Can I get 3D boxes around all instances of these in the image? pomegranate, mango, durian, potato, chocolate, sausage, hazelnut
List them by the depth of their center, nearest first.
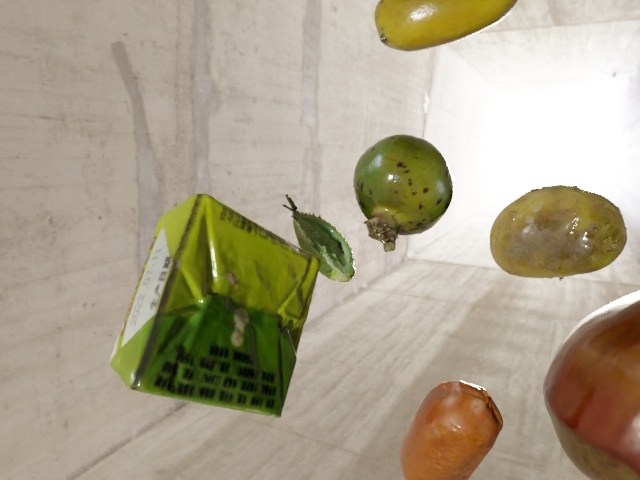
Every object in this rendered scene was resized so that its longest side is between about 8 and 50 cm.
[{"bbox_3d":[0.140,-0.262,0.560,0.103,0.160,0.076,-93,-10,-46],"label":"mango"},{"bbox_3d":[0.091,-0.060,0.594,0.130,0.130,0.130,-22,-65,-60],"label":"pomegranate"},{"bbox_3d":[0.363,0.003,0.788,0.081,0.200,0.164,-35,-71,-51],"label":"potato"},{"bbox_3d":[0.540,0.249,0.802,0.365,0.365,0.366,-22,-65,-60],"label":"hazelnut"},{"bbox_3d":[0.200,0.326,0.816,0.133,0.133,0.259,-51,-20,-47],"label":"sausage"},{"bbox_3d":[-0.161,0.115,0.825,0.300,0.136,0.289,33,-115,-46],"label":"chocolate"},{"bbox_3d":[0.000,0.000,0.992,0.086,0.215,0.100,-40,-19,-3],"label":"durian"}]
